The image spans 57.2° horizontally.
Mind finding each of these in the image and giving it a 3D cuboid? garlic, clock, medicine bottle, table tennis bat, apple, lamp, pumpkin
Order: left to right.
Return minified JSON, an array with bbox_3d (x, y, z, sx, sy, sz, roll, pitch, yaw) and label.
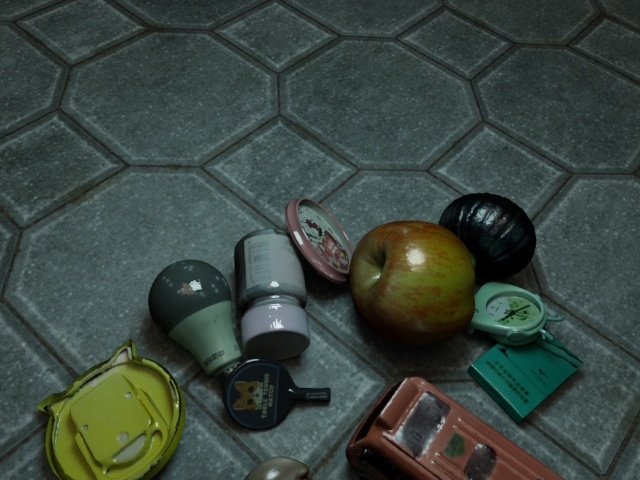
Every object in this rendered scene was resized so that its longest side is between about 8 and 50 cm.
[{"bbox_3d":[-0.411,0.370,1.195,0.277,0.071,0.293,-31,53,-14],"label":"clock"},{"bbox_3d":[-0.246,0.177,1.296,0.182,0.182,0.314,-36,69,-28],"label":"lamp"},{"bbox_3d":[-0.113,0.123,1.359,0.165,0.165,0.273,-3,55,-9],"label":"medicine bottle"},{"bbox_3d":[-0.092,0.329,1.262,0.236,0.027,0.150,6,83,-16],"label":"table tennis bat"},{"bbox_3d":[-0.066,0.510,1.076,0.191,0.160,0.214,-27,57,-18],"label":"garlic"},{"bbox_3d":[-0.001,0.001,1.449,0.244,0.056,0.244,42,27,-27],"label":"clock"},{"bbox_3d":[0.223,0.100,1.349,0.301,0.302,0.302,3,53,-4],"label":"apple"},{"bbox_3d":[0.397,0.013,1.457,0.247,0.248,0.248,3,53,-4],"label":"pumpkin"},{"bbox_3d":[0.461,0.184,1.397,0.210,0.066,0.159,18,45,35],"label":"clock"}]

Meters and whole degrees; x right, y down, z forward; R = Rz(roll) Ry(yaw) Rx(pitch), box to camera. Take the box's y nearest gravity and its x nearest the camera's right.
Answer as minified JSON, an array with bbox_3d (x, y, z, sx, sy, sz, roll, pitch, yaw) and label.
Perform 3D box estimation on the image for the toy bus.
[{"bbox_3d":[0.266,0.451,1.113,0.427,0.233,0.203,34,57,17],"label":"toy bus"}]

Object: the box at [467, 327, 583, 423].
[{"bbox_3d":[0.479,0.296,1.372,0.226,0.042,0.161,-30,61,-25],"label":"box"}]
